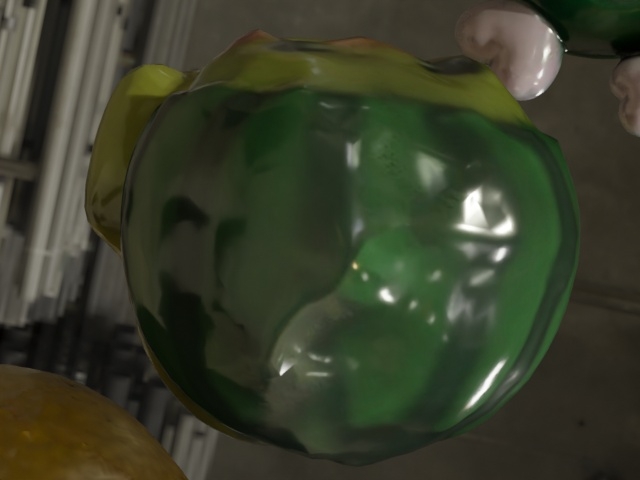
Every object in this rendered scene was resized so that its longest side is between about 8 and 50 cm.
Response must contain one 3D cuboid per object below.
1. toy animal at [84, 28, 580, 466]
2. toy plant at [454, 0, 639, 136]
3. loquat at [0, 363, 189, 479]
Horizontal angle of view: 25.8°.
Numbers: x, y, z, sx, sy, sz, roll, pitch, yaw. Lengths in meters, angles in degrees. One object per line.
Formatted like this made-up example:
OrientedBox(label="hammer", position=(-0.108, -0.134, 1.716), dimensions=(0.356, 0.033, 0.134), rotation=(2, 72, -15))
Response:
OrientedBox(label="toy animal", position=(0.000, 0.003, 0.644), dimensions=(0.338, 0.216, 0.191), rotation=(-144, -122, -78))
OrientedBox(label="toy plant", position=(0.191, -0.180, 0.843), dimensions=(0.112, 0.243, 0.232), rotation=(54, 55, -73))
OrientedBox(label="loquat", position=(-0.205, 0.212, 0.685), dimensions=(0.359, 0.328, 0.328), rotation=(49, 45, -60))
